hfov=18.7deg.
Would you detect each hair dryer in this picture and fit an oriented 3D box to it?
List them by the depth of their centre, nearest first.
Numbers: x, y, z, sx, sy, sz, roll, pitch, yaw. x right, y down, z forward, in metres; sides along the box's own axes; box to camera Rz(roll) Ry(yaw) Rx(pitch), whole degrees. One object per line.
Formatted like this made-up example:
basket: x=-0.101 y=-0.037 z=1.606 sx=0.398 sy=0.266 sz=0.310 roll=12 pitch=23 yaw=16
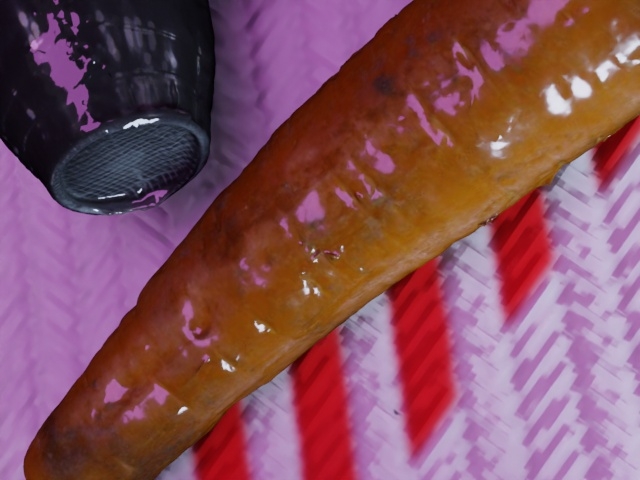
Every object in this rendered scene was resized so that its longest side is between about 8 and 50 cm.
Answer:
hair dryer: x=-0.008 y=-0.124 z=0.518 sx=0.219 sy=0.075 sz=0.195 roll=-22 pitch=62 yaw=5

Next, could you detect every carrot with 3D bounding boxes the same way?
carrot: x=0.000 y=0.000 z=0.484 sx=0.210 sy=0.061 sz=0.061 roll=-41 pitch=68 yaw=12
